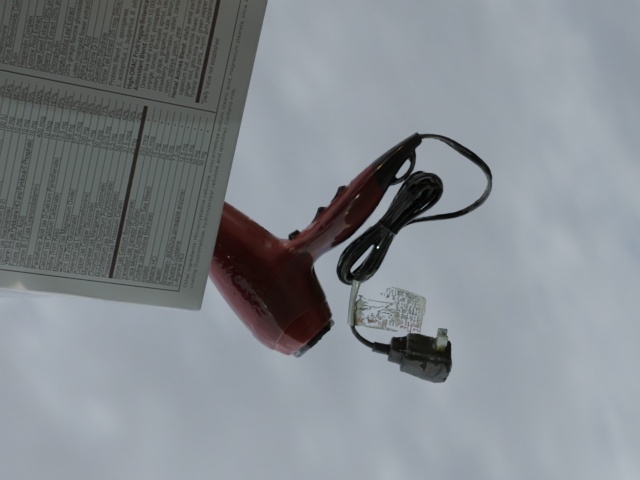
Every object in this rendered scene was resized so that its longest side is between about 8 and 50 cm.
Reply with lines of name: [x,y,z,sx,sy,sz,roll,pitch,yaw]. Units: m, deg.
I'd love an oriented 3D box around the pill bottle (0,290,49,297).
pill bottle: [-0.307,-0.080,1.114,0.146,0.146,0.264,9,-99,-55]

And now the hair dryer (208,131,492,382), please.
hair dryer: [0.000,0.000,1.073,0.080,0.293,0.223,-34,-47,-78]

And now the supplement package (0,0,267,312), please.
supplement package: [-0.193,-0.095,0.605,0.263,0.199,0.198,9,-81,-27]
